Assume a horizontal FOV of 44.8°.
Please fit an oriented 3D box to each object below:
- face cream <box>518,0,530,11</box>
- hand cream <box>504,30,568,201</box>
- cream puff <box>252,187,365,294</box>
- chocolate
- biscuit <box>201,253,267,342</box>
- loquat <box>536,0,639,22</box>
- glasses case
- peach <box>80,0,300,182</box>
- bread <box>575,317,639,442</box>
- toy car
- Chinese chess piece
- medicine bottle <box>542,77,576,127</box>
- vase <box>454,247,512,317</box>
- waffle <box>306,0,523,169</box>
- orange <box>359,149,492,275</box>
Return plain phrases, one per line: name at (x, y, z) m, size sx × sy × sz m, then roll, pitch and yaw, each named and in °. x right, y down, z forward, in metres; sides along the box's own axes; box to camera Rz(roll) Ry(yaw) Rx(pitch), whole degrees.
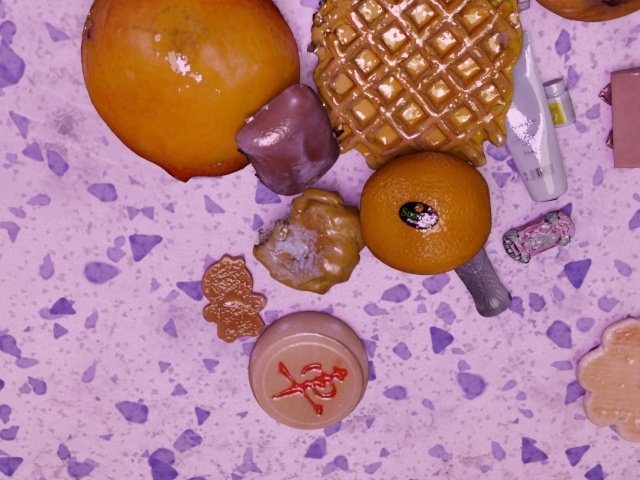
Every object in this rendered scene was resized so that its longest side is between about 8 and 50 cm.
face cream at (0.262, -0.527, 1.317) m, size 0.143 × 0.089 × 0.314 m, roll -13°, pitch 116°, yaw 10°
hand cream at (0.380, -0.217, 1.438) m, size 0.109 × 0.067 × 0.320 m, roll -15°, pitch 109°, yaw 27°
cream puff at (0.004, 0.005, 1.456) m, size 0.195 × 0.194 × 0.221 m, roll 40°, pitch 125°, yaw -14°
chocolate at (-0.035, -0.146, 1.281) m, size 0.161 × 0.261 × 0.083 m, roll -43°, pitch 70°, yaw -1°
biscuit at (-0.181, 0.121, 1.572) m, size 0.133 × 0.027 × 0.184 m, roll -25°, pitch 107°, yaw 9°
loquat at (0.454, -0.476, 1.243) m, size 0.263 × 0.263 × 0.263 m, roll 0°, pitch 110°, yaw -1°
glasses case at (0.573, -0.230, 1.443) m, size 0.102 × 0.070 × 0.193 m, roll 1°, pitch 115°, yaw 29°
peach at (-0.209, -0.278, 1.284) m, size 0.373 × 0.290 × 0.372 m, roll -3°, pitch 96°, yaw -32°
bread at (0.688, 0.281, 1.627) m, size 0.316 × 0.054 × 0.316 m, roll -1°, pitch 110°, yaw -2°
toy car at (0.426, -0.010, 1.518) m, size 0.142 × 0.055 × 0.069 m, roll -27°, pitch 108°, yaw 23°
Chinese chess piece at (-0.024, 0.268, 1.591) m, size 0.251 × 0.097 × 0.251 m, roll 0°, pitch 110°, yaw 0°
medicine bottle at (0.439, -0.253, 1.433) m, size 0.047 × 0.047 × 0.083 m, roll -22°, pitch 109°, yaw 7°
vase at (0.297, 0.048, 1.520) m, size 0.096 × 0.096 × 0.219 m, roll -30°, pitch 110°, yaw 10°
waffle at (0.164, -0.302, 1.374) m, size 0.380 × 0.095 × 0.382 m, roll 1°, pitch 114°, yaw 7°
orange at (0.183, -0.048, 1.352) m, size 0.236 × 0.236 × 0.236 m, roll 0°, pitch 110°, yaw -1°
